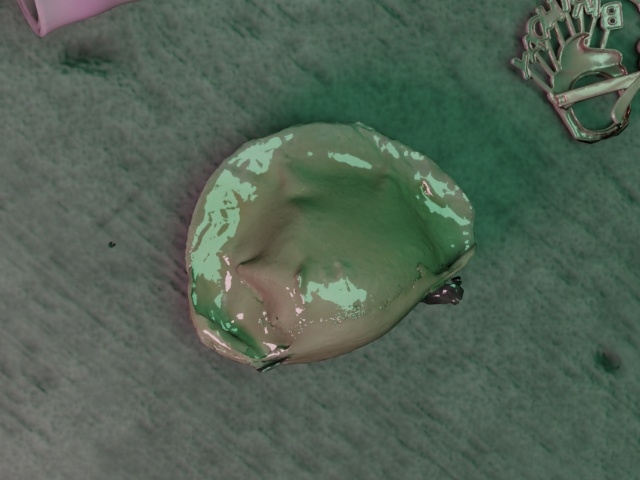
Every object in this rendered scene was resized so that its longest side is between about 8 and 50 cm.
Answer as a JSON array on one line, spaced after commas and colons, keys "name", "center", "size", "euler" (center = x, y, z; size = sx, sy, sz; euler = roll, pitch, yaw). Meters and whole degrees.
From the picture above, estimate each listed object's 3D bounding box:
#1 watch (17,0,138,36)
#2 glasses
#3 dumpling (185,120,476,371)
[{"name": "watch", "center": [-0.223, -0.302, 1.439], "size": [0.211, 0.248, 0.217], "euler": [-23, 101, -14]}, {"name": "glasses", "center": [0.319, -0.198, 1.673], "size": [0.255, 0.095, 0.162], "euler": [-18, 89, -16]}, {"name": "dumpling", "center": [0.003, 0.012, 1.579], "size": [0.293, 0.163, 0.204], "euler": [-26, 65, -12]}]
